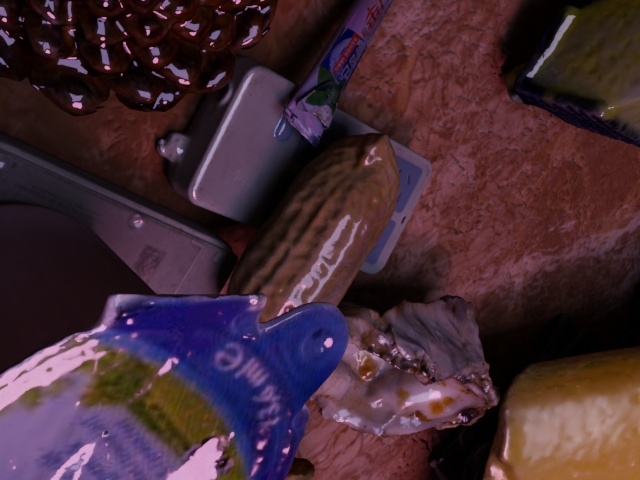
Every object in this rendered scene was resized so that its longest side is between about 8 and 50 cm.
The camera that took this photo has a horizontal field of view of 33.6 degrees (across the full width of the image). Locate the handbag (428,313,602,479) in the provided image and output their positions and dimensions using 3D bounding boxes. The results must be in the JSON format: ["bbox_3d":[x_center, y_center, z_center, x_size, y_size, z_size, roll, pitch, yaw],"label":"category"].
[{"bbox_3d":[0.274,0.247,1.298,0.247,0.079,0.260,-47,134,-10],"label":"handbag"}]

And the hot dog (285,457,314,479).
[{"bbox_3d":[-0.111,0.264,0.941,0.175,0.114,0.259,15,119,-47],"label":"hot dog"}]

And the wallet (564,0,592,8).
[{"bbox_3d":[0.291,-0.330,0.973,0.124,0.042,0.230,-21,136,-28],"label":"wallet"}]

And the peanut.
[{"bbox_3d":[0.000,0.000,0.830,0.194,0.083,0.093,-53,142,-3],"label":"peanut"}]

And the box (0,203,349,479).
[{"bbox_3d":[-0.155,0.080,0.653,0.291,0.206,0.262,-40,137,-10],"label":"box"}]

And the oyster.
[{"bbox_3d":[0.073,0.110,1.001,0.341,0.110,0.166,8,146,-43],"label":"oyster"}]

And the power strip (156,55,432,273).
[{"bbox_3d":[-0.011,-0.057,0.881,0.270,0.046,0.118,23,99,-46],"label":"power strip"}]

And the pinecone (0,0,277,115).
[{"bbox_3d":[-0.122,-0.176,0.599,0.221,0.221,0.222,-22,128,-30],"label":"pinecone"}]

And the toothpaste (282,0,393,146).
[{"bbox_3d":[0.022,-0.154,0.834,0.045,0.028,0.170,45,66,-42],"label":"toothpaste"}]

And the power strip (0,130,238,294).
[{"bbox_3d":[-0.168,-0.006,0.770,0.272,0.052,0.078,27,96,-46],"label":"power strip"}]

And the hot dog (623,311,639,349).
[{"bbox_3d":[0.475,0.052,1.306,0.117,0.158,0.349,15,109,-27],"label":"hot dog"}]

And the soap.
[{"bbox_3d":[0.349,0.249,1.215,0.427,0.115,0.306,1,113,-23],"label":"soap"}]

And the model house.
[{"bbox_3d":[0.294,-0.180,1.009,0.211,0.170,0.194,-21,165,28],"label":"model house"}]
